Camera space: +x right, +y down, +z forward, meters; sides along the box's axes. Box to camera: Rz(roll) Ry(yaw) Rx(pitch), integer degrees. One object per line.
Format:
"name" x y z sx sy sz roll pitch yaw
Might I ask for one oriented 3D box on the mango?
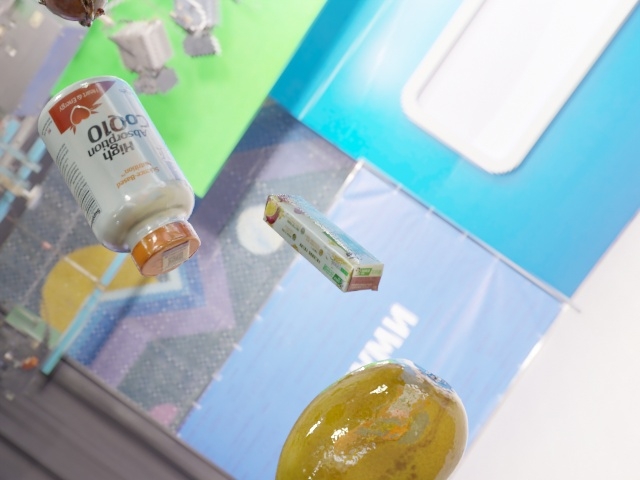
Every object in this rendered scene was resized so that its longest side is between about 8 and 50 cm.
"mango" 0.080 0.361 1.682 0.378 0.264 0.221 -39 22 -12

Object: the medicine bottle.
"medicine bottle" -0.287 -0.089 1.440 0.157 0.289 0.157 -30 -18 -11

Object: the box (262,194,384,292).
"box" 0.000 0.000 1.224 0.049 0.207 0.041 1 -64 -36

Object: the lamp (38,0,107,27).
"lamp" -0.553 -0.597 2.201 0.151 0.215 0.223 -20 -24 -40
